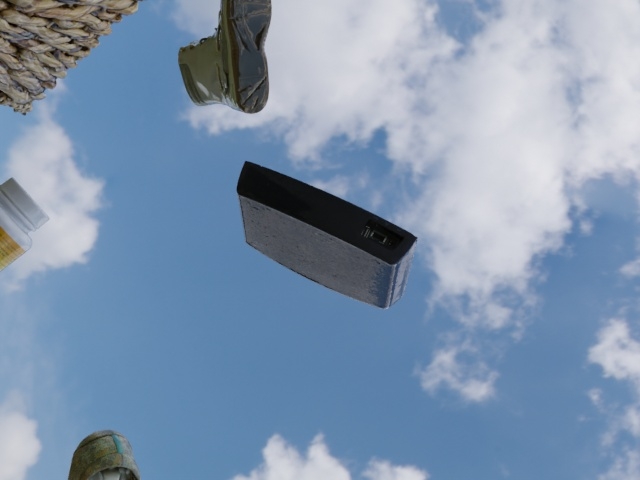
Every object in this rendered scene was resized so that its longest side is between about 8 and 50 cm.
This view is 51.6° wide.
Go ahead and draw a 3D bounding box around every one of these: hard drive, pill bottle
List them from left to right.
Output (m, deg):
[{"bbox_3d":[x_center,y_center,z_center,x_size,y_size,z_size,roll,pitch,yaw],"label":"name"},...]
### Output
[{"bbox_3d":[-0.515,0.004,0.977,0.215,0.117,0.117,-42,-127,-15],"label":"pill bottle"},{"bbox_3d":[0.000,0.000,0.908,0.255,0.172,0.054,25,-119,14],"label":"hard drive"}]

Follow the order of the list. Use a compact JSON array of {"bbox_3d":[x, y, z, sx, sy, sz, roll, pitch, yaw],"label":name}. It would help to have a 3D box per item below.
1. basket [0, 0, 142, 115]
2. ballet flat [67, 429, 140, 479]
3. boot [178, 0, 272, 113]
[{"bbox_3d":[-0.316,-0.299,0.568,0.223,0.213,0.299,-44,-92,-2],"label":"basket"},{"bbox_3d":[-0.338,0.460,0.973,0.123,0.123,0.348,13,-88,40],"label":"ballet flat"},{"bbox_3d":[-0.146,-0.299,0.973,0.165,0.077,0.213,18,-66,48],"label":"boot"}]
